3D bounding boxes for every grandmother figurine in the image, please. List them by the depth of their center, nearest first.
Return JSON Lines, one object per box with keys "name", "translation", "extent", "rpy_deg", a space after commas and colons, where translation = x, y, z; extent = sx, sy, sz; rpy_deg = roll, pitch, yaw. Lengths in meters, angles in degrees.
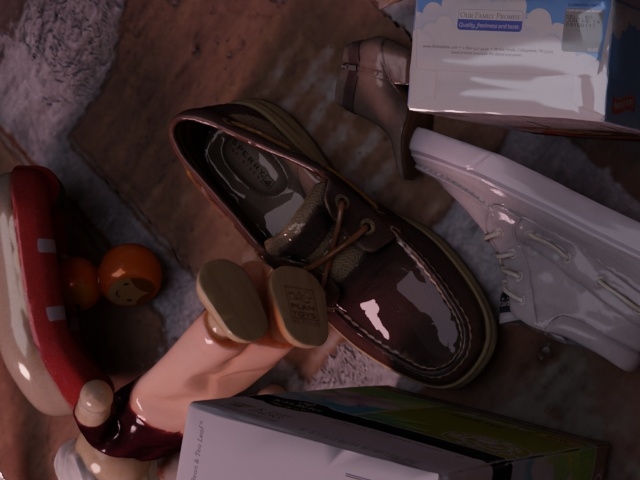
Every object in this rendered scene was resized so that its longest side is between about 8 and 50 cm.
{"name": "grandmother figurine", "translation": [-0.123, 0.136, 1.631], "extent": [0.342, 0.208, 0.104], "rpy_deg": [-43, 43, 42]}

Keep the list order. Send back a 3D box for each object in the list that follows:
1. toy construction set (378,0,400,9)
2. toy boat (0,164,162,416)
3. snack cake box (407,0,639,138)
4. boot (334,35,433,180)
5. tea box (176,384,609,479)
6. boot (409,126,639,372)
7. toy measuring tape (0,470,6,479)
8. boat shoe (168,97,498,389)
{"name": "toy construction set", "translation": [0.004, -0.338, 1.579], "extent": [0.237, 0.257, 0.308], "rpy_deg": [-23, 85, 55]}
{"name": "toy boat", "translation": [-0.218, 0.042, 1.724], "extent": [0.151, 0.151, 0.231], "rpy_deg": [-9, 84, -2]}
{"name": "snack cake box", "translation": [0.191, -0.125, 1.424], "extent": [0.152, 0.264, 0.089], "rpy_deg": [5, 91, 28]}
{"name": "boot", "translation": [0.052, -0.115, 1.628], "extent": [0.087, 0.042, 0.118], "rpy_deg": [11, 93, 34]}
{"name": "tea box", "translation": [0.043, 0.296, 1.459], "extent": [0.220, 0.323, 0.329], "rpy_deg": [12, 95, 28]}
{"name": "boot", "translation": [0.164, 0.008, 1.529], "extent": [0.258, 0.095, 0.123], "rpy_deg": [28, 95, 24]}
{"name": "toy measuring tape", "translation": [-0.337, 0.123, 1.809], "extent": [0.121, 0.121, 0.330], "rpy_deg": [-23, 101, 25]}
{"name": "boat shoe", "translation": [0.000, 0.000, 1.601], "extent": [0.342, 0.123, 0.123], "rpy_deg": [46, 109, 21]}
